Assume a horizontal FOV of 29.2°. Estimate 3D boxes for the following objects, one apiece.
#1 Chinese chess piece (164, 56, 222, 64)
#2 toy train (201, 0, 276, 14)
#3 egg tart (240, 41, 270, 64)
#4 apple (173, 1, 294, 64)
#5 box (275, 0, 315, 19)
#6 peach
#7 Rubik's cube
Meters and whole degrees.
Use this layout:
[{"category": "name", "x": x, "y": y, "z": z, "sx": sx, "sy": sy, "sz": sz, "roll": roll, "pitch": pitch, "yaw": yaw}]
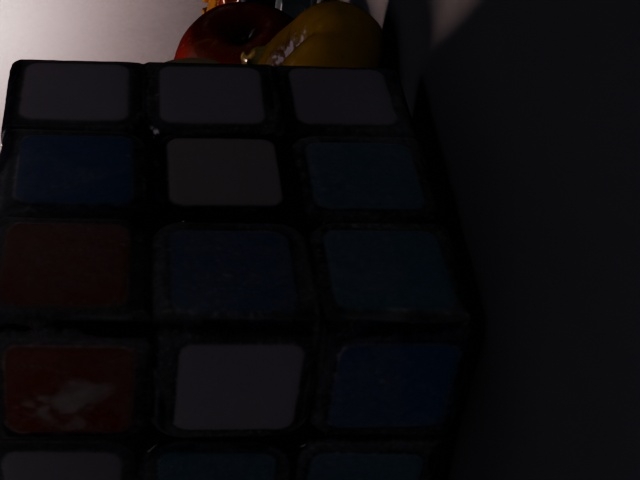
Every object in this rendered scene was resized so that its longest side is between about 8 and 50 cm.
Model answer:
[{"category": "Chinese chess piece", "x": -0.133, "y": -0.072, "z": 1.352, "sx": 0.257, "sy": 0.104, "sz": 0.257, "roll": 166, "pitch": 90, "yaw": -80}, {"category": "toy train", "x": -0.115, "y": -0.393, "z": 2.100, "sx": 0.369, "sy": 0.163, "sz": 0.231, "roll": 161, "pitch": 99, "yaw": -82}, {"category": "egg tart", "x": -0.033, "y": -0.125, "z": 1.503, "sx": 0.345, "sy": 0.132, "sz": 0.345, "roll": 180, "pitch": 90, "yaw": -83}, {"category": "apple", "x": -0.108, "y": -0.229, "z": 1.772, "sx": 0.201, "sy": 0.218, "sz": 0.218, "roll": 94, "pitch": 174, "yaw": -52}, {"category": "box", "x": -0.041, "y": -0.360, "z": 1.897, "sx": 0.099, "sy": 0.054, "sz": 0.074, "roll": -99, "pitch": 12, "yaw": -54}, {"category": "peach", "x": -0.007, "y": -0.160, "z": 1.252, "sx": 0.179, "sy": 0.103, "sz": 0.179, "roll": -42, "pitch": 27, "yaw": 27}, {"category": "Rubik's cube", "x": -0.089, "y": 0.075, "z": 1.034, "sx": 0.363, "sy": 0.362, "sz": 0.359, "roll": -94, "pitch": 8, "yaw": -48}]
